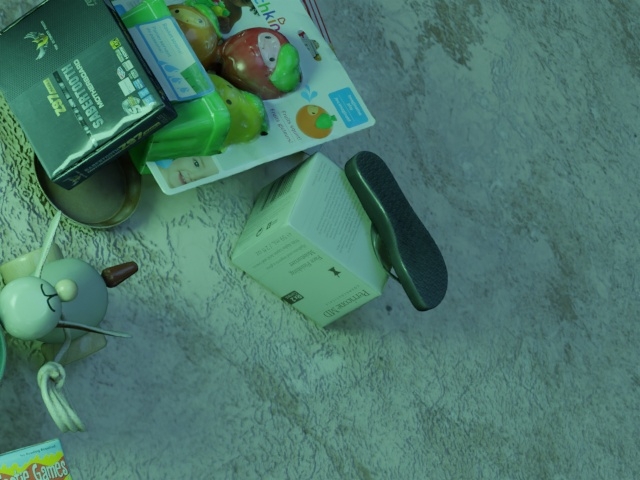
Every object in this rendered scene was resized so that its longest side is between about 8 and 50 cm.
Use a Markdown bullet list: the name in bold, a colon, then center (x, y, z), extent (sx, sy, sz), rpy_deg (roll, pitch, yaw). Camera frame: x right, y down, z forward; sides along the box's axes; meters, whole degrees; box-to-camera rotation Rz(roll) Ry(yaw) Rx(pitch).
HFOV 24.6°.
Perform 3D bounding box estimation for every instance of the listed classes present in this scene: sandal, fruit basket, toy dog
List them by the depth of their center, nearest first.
- **toy dog**: center (-0.295, 0.069, 1.784), extent (0.161, 0.334, 0.220), rpy_deg (-28, 112, -6)
- **fruit basket**: center (-0.139, -0.250, 2.092), extent (0.353, 0.165, 0.327), rpy_deg (-22, 71, -22)
- **sandal**: center (0.106, -0.009, 2.111), extent (0.097, 0.054, 0.254), rpy_deg (-3, 62, -47)

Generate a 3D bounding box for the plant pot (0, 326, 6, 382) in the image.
- **plant pot**: center (-0.521, 0.099, 1.636), extent (0.290, 0.290, 0.195), rpy_deg (1, 39, -38)

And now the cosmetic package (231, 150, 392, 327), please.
- **cosmetic package**: center (0.000, 0.000, 2.152), extent (0.183, 0.151, 0.151), rpy_deg (37, 50, -18)

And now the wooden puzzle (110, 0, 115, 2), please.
- **wooden puzzle**: center (-0.329, -0.367, 2.173), extent (0.049, 0.006, 0.083), rpy_deg (-35, 92, -43)

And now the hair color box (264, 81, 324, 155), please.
- **hair color box**: center (-0.060, -0.205, 2.248), extent (0.167, 0.053, 0.093), rpy_deg (28, 91, -27)

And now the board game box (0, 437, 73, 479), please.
- **board game box**: center (-0.346, 0.391, 1.688), extent (0.142, 0.144, 0.275), rpy_deg (-11, 75, -41)

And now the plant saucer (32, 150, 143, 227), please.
- **plant saucer**: center (-0.324, -0.090, 2.024), extent (0.168, 0.029, 0.168), rpy_deg (17, 58, -30)

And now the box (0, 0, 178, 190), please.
- **box**: center (-0.324, -0.211, 1.956), extent (0.233, 0.183, 0.059), rpy_deg (59, 8, 18)

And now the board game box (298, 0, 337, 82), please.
- **board game box**: center (-0.061, -0.335, 2.344), extent (0.147, 0.045, 0.193), rpy_deg (-12, 76, -41)
